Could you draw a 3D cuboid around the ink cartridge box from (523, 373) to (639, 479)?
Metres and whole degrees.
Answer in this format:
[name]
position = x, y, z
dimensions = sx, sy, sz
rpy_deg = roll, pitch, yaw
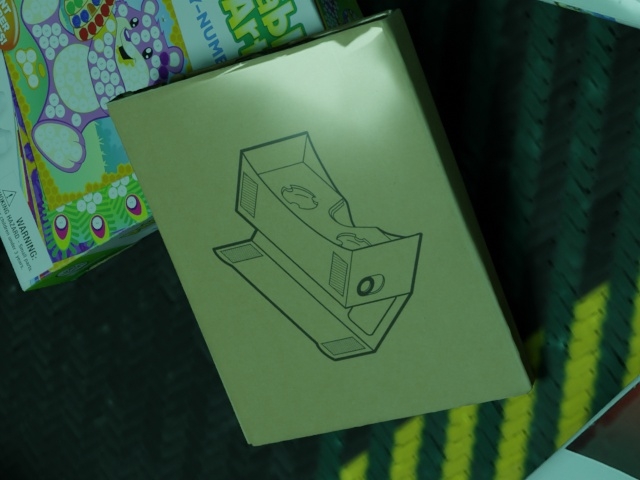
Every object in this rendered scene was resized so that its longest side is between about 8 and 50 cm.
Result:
[ink cartridge box]
position = 0.183, 0.227, 0.649
dimensions = 0.272, 0.130, 0.309
rpy_deg = -45, 73, 13

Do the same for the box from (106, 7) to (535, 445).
[box]
position = 0.000, 0.000, 0.781
dimensions = 0.164, 0.021, 0.201
rpy_deg = -14, 106, 27

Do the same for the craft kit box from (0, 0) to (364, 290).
[craft kit box]
position = -0.112, -0.133, 0.853
dimensions = 0.247, 0.061, 0.250
rpy_deg = -28, 82, 28

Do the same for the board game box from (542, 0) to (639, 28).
[board game box]
position = 0.145, -0.126, 0.603
dimensions = 0.303, 0.224, 0.097
rpy_deg = 21, 104, 26
